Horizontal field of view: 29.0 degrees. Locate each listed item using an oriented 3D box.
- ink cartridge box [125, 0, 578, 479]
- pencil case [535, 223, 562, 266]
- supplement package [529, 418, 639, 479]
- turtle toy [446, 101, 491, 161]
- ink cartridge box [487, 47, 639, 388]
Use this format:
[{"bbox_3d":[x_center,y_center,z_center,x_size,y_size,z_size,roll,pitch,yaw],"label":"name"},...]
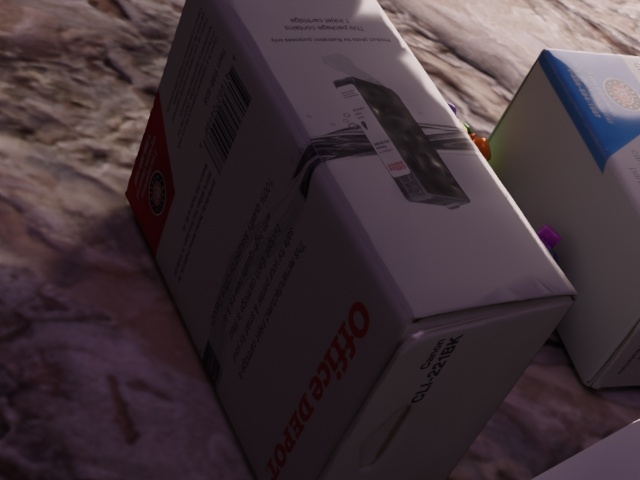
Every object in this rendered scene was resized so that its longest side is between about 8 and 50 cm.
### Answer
[{"bbox_3d":[0.000,0.000,0.720,0.114,0.197,0.273,-6,51,-30],"label":"ink cartridge box"},{"bbox_3d":[0.108,0.048,0.816,0.064,0.070,0.152,42,42,-1],"label":"pencil case"},{"bbox_3d":[0.093,0.207,0.523,0.134,0.244,0.139,-18,57,-37],"label":"supplement package"},{"bbox_3d":[0.074,-0.076,0.927,0.095,0.066,0.130,-21,59,-38],"label":"turtle toy"},{"bbox_3d":[0.308,-0.019,0.933,0.307,0.129,0.223,0,48,-25],"label":"ink cartridge box"}]
